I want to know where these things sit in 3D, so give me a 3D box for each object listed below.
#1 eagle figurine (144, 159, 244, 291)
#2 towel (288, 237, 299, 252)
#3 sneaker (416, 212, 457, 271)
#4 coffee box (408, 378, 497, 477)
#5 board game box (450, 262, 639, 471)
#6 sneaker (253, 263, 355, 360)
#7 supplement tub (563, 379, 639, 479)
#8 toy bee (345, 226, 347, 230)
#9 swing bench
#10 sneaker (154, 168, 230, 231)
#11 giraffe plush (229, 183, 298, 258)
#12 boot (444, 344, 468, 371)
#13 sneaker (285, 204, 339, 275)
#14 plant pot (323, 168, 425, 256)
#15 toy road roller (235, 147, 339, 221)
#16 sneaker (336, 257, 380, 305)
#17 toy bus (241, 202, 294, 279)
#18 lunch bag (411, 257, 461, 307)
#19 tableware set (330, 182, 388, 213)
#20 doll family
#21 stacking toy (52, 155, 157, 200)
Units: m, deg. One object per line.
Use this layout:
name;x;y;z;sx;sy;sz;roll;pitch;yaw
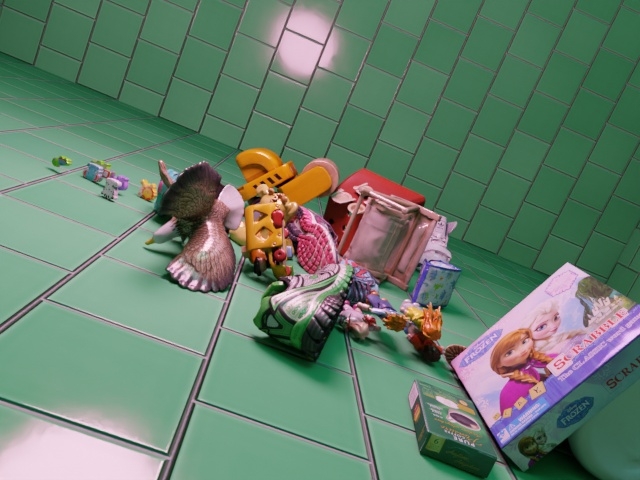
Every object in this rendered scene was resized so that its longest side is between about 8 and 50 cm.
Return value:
eagle figurine;-0.258;-0.037;1.204;0.226;0.225;0.298;33;-4;-25
towel;-0.081;0.012;1.683;0.120;0.029;0.067;16;13;-30
sneaker;0.436;0.013;2.222;0.138;0.210;0.366;20;12;-11
coffee box;0.203;0.293;0.929;0.113;0.040;0.184;22;11;-3
board game box;0.410;0.205;1.048;0.066;0.319;0.318;46;7;-11
sneaker;-0.025;0.103;1.121;0.147;0.134;0.343;24;12;6
supplement tub;0.535;0.280;1.128;0.241;0.240;0.331;22;11;-7
toy bee;0.173;-0.069;2.160;0.195;0.298;0.162;48;49;3
swing bench;0.190;0.002;1.691;0.165;0.253;0.255;30;13;31
sneaker;-0.332;-0.099;1.506;0.179;0.123;0.295;10;-13;13
giraffe plush;-0.131;-0.051;1.518;0.182;0.170;0.210;23;12;0
boot;0.332;0.268;1.270;0.158;0.059;0.084;30;8;-7
sneaker;0.000;0.000;1.601;0.112;0.120;0.299;21;23;-28
plant pot;0.143;-0.060;1.928;0.268;0.267;0.236;30;27;29
toy road roller;-0.123;-0.206;1.846;0.240;0.330;0.202;62;8;-9
sneaker;0.087;0.107;1.398;0.125;0.104;0.262;27;12;11
toy bus;-0.125;0.016;1.321;0.105;0.190;0.202;-6;17;2
lunch bag;0.328;0.125;1.708;0.096;0.128;0.151;25;13;34
tableware set;0.122;-0.124;1.798;0.141;0.020;0.168;-17;42;-27
doll family;0.166;0.165;1.237;0.263;0.118;0.163;19;10;-13
stacking toy;-0.559;-0.161;1.515;0.221;0.052;0.167;24;10;15
